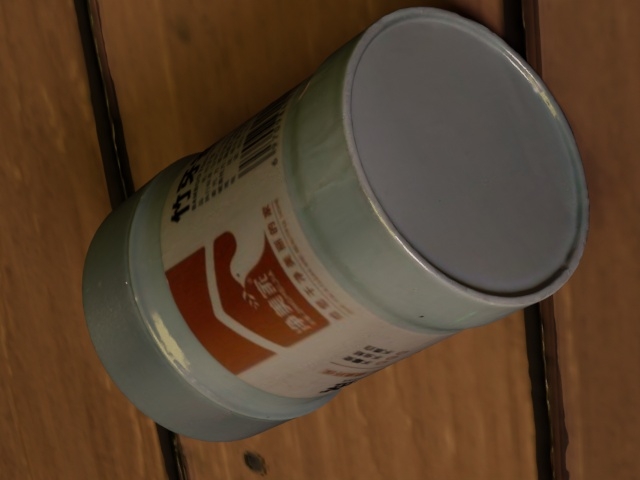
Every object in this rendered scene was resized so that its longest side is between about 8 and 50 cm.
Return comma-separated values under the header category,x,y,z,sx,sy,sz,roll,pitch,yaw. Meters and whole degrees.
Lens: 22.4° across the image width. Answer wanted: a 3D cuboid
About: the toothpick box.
category,x,y,z,sx,sy,sz,roll,pitch,yaw
toothpick box,0.000,0.000,0.539,0.153,0.101,0.101,-32,96,47
